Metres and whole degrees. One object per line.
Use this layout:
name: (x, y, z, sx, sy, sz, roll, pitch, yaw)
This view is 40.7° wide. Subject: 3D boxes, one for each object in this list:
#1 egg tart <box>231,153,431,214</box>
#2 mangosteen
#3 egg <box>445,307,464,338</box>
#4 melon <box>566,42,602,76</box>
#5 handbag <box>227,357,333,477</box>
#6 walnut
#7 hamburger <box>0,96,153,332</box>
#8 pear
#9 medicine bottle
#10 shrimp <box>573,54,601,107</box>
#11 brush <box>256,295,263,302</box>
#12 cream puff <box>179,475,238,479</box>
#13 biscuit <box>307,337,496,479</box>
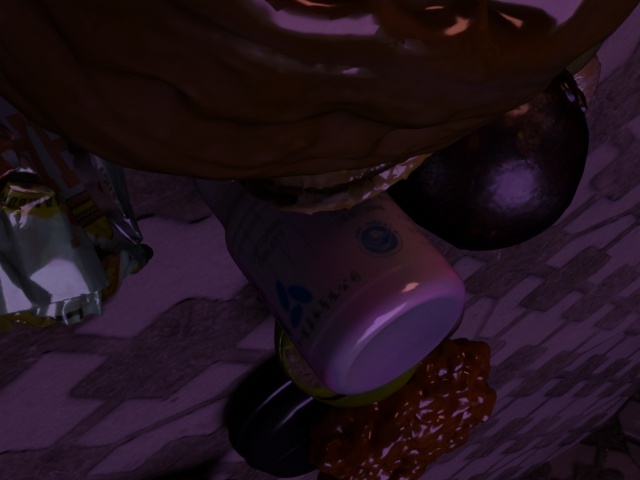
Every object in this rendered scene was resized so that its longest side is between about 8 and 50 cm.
egg tart: (0.009, -0.120, 0.681, 0.213, 0.212, 0.090, -33, 137, -9)
mangosteen: (0.121, -0.086, 0.849, 0.231, 0.231, 0.289, -2, 157, -48)
egg: (0.154, 0.100, 1.255, 0.135, 0.103, 0.103, -9, 140, -51)
melon: (0.265, -0.211, 0.953, 0.160, 0.079, 0.128, -32, 145, -15)
handbag: (-0.009, 0.253, 1.302, 0.254, 0.093, 0.308, -38, 152, 0)
walnut: (-0.006, -0.189, 0.434, 0.398, 0.308, 0.354, -8, 141, -38)
hamburger: (-0.194, -0.031, 0.565, 0.125, 0.214, 0.235, -28, 158, 5)
pear: (0.042, 0.107, 1.060, 0.187, 0.187, 0.220, -55, 170, 28)
medicine bottle: (0.000, 0.000, 0.776, 0.152, 0.254, 0.152, -29, 151, -17)
shrimp: (0.280, -0.149, 1.100, 0.126, 0.047, 0.223, -12, 137, -28)
brush: (-0.046, 0.048, 1.047, 0.083, 0.013, 0.016, -45, 153, 15)
cream puff: (-0.218, 0.511, 1.260, 0.270, 0.323, 0.274, 4, 123, -21)
biscuit: (0.129, 0.277, 1.280, 0.318, 0.110, 0.312, -32, 152, -9)
